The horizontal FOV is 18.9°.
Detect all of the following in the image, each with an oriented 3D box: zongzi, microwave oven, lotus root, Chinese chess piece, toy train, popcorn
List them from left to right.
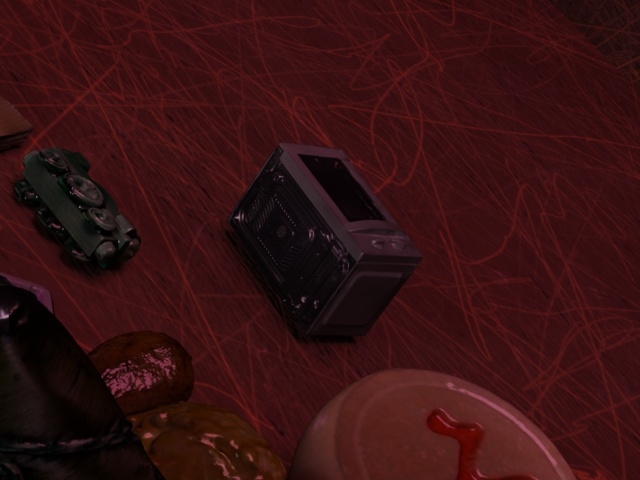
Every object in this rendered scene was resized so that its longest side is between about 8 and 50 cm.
[{"bbox_3d":[-0.306,0.107,1.665,0.362,0.383,0.319,-68,146,-45],"label":"zongzi"},{"bbox_3d":[-0.281,-0.038,2.247,0.178,0.071,0.105,48,19,25],"label":"toy train"},{"bbox_3d":[-0.210,0.154,2.001,0.108,0.094,0.191,10,19,32],"label":"lotus root"},{"bbox_3d":[-0.119,0.261,1.826,0.184,0.204,0.221,-5,63,-52],"label":"popcorn"},{"bbox_3d":[0.000,0.000,2.400,0.122,0.162,0.208,4,40,-46],"label":"microwave oven"},{"bbox_3d":[0.125,0.294,2.061,0.338,0.140,0.338,20,40,-17],"label":"Chinese chess piece"}]

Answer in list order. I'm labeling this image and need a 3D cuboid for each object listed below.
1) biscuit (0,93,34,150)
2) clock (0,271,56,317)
[{"bbox_3d":[-0.449,-0.179,2.304,0.199,0.040,0.121,43,26,11],"label":"biscuit"},{"bbox_3d":[-0.342,0.111,1.945,0.150,0.063,0.197,20,32,-28],"label":"clock"}]
